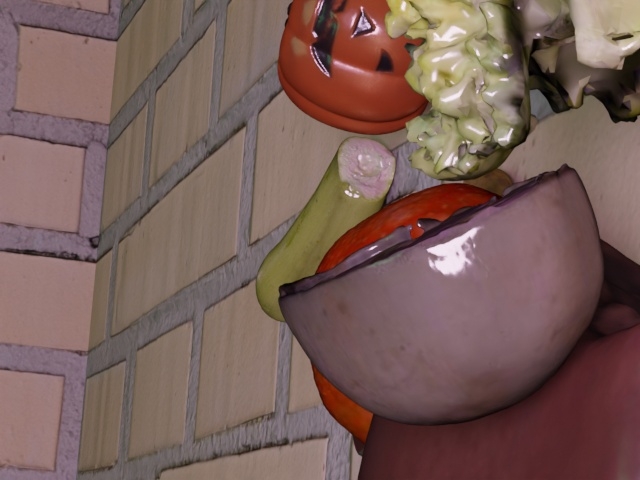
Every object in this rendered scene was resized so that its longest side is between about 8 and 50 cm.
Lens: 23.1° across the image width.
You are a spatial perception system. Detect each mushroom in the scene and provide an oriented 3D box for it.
[{"bbox_3d":[0.066,0.036,0.816,0.188,0.141,0.117,-17,86,49],"label":"mushroom"}]

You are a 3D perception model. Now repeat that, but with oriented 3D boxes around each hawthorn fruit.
[{"bbox_3d":[0.098,0.044,1.102,0.225,0.196,0.197,-48,36,37],"label":"hawthorn fruit"}]

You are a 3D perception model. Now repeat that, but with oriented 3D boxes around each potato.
[{"bbox_3d":[0.135,-0.026,1.237,0.051,0.040,0.083,-44,30,26],"label":"potato"}]

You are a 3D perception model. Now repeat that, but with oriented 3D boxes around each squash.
[{"bbox_3d":[0.000,0.000,1.575,0.250,0.083,0.083,122,150,-46],"label":"squash"}]

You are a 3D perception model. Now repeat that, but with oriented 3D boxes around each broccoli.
[{"bbox_3d":[0.161,-0.189,0.790,0.281,0.293,0.348,-80,-21,-53],"label":"broccoli"}]

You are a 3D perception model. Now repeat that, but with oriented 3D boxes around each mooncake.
[{"bbox_3d":[0.154,0.140,0.902,0.326,0.174,0.334,-35,42,60],"label":"mooncake"}]

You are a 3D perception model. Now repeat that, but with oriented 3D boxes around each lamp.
[{"bbox_3d":[0.053,-0.183,1.369,0.187,0.163,0.188,22,-90,-87],"label":"lamp"}]

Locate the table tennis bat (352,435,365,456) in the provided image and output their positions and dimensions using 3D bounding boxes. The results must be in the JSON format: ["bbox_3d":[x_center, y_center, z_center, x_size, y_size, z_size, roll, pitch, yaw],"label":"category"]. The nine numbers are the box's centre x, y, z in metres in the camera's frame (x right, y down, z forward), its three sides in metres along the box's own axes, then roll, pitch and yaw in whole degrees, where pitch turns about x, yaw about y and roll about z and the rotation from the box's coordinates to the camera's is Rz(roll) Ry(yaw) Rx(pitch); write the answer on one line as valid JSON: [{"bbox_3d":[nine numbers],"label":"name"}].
[{"bbox_3d":[0.049,0.173,1.457,0.095,0.014,0.158,128,147,-54],"label":"table tennis bat"}]
